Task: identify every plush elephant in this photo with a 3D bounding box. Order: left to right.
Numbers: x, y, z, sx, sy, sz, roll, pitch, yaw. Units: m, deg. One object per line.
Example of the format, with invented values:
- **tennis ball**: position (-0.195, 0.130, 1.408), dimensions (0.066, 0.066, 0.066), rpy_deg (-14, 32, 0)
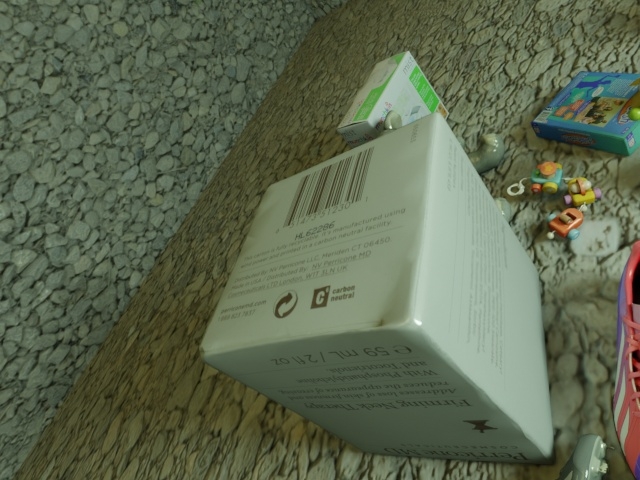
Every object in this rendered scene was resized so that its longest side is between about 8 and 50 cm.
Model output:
- **plush elephant**: position (0.220, -0.165, 0.941), dimensions (0.330, 0.255, 0.271), rpy_deg (-13, 46, 41)

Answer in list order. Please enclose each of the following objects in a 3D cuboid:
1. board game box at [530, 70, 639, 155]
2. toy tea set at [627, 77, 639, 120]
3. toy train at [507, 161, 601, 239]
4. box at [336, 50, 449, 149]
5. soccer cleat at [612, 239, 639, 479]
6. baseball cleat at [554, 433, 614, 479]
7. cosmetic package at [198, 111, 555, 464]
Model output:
- **board game box**: position (0.563, -0.260, 0.847), dimensions (0.160, 0.047, 0.210), rpy_deg (-46, 32, 1)
- **toy tea set**: position (0.638, -0.222, 0.668), dimensions (0.336, 0.124, 0.200), rpy_deg (-33, 66, -11)
- **toy train**: position (0.429, -0.084, 0.781), dimensions (0.125, 0.046, 0.166), rpy_deg (-35, 49, 4)
- **box**: position (0.201, -0.326, 1.162), dimensions (0.127, 0.231, 0.261), rpy_deg (3, 56, 50)
- **soccer cleat**: position (0.412, 0.145, 0.519), dimensions (0.109, 0.116, 0.318), rpy_deg (-9, 48, 44)
- **baseball cleat**: position (0.278, 0.326, 0.519), dimensions (0.109, 0.072, 0.205), rpy_deg (2, 56, 49)
- **cosmetic package**: position (0.112, 0.101, 0.649), dimensions (0.330, 0.394, 0.327), rpy_deg (-18, 42, 37)
